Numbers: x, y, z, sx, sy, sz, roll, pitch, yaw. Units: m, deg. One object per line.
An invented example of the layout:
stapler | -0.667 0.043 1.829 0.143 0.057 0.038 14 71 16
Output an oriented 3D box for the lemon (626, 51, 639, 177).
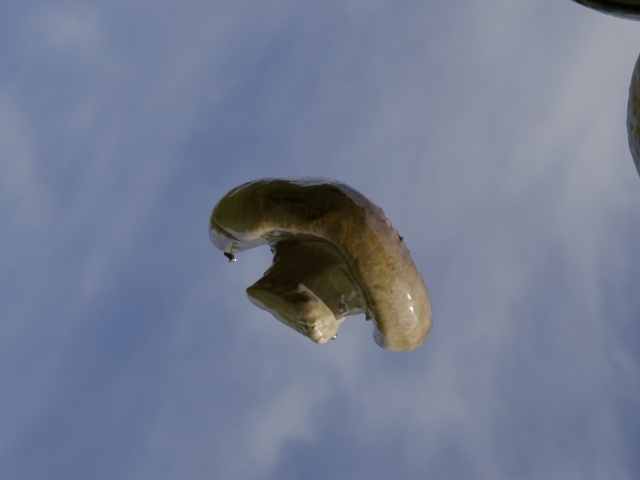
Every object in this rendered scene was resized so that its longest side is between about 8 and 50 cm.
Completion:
lemon | 0.399 -0.130 1.739 0.253 0.253 0.310 29 -74 55

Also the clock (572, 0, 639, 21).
clock | 0.259 -0.318 1.511 0.313 0.061 0.312 3 -81 23

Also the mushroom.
mushroom | 0.000 0.000 2.107 0.286 0.151 0.156 29 -122 22
